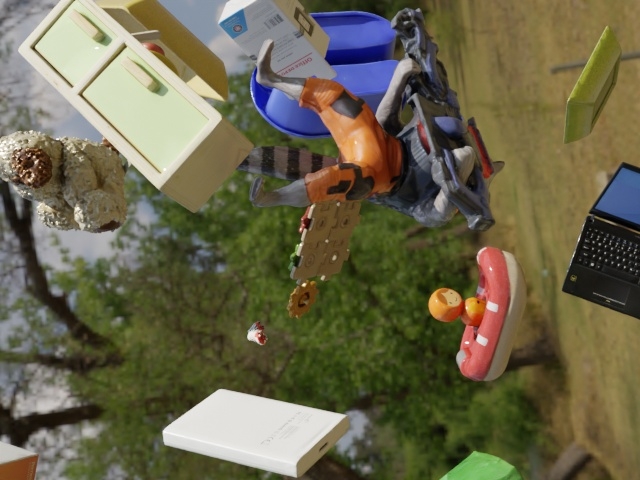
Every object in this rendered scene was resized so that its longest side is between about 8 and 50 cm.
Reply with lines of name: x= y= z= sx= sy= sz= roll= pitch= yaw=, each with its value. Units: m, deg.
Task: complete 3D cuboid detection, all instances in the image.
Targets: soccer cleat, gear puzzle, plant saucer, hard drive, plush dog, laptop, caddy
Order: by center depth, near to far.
plush dog: x=-0.481 y=-0.131 z=1.792 sx=0.225 sy=0.262 sz=0.210 roll=16 pitch=-96 yaw=-37
soccer cleat: x=-0.125 y=0.186 z=1.922 sx=0.029 sy=0.036 sz=0.083 roll=48 pitch=-172 yaw=-22
hard drive: x=-0.126 y=0.373 z=1.948 sx=0.203 sy=0.308 sz=0.040 roll=-31 pitch=-59 yaw=-55
laptop: x=0.644 y=0.015 z=1.964 sx=0.136 sy=0.234 sz=0.264 roll=104 pitch=-174 yaw=-85
plant saucer: x=0.547 y=-0.300 z=1.969 sx=0.188 sy=0.045 sz=0.188 roll=-60 pitch=-19 yaw=-13
gear puzzle: x=0.000 y=0.000 z=1.973 sx=0.175 sy=0.044 sz=0.339 roll=-6 pitch=-62 yaw=-52
caddy: x=0.025 y=-0.339 z=2.089 sx=0.179 sy=0.341 sz=0.241 roll=109 pitch=152 yaw=-61
plant saucer: x=-0.381 y=-0.483 z=2.397 sx=0.333 sy=0.081 sz=0.333 roll=41 pitch=171 yaw=-30

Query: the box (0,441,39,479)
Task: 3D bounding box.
box: x=-0.492 y=0.362 z=1.385 sx=0.170 sy=0.091 sz=0.130 roll=3 pitch=-82 yaw=-69

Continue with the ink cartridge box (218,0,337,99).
ink cartridge box: x=-0.060 y=-0.318 z=1.562 sx=0.180 sy=0.104 sz=0.060 roll=45 pitch=-142 yaw=-31

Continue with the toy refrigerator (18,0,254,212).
toy refrigerator: x=-0.208 y=-0.159 z=1.090 sx=0.269 sy=0.102 sz=0.094 roll=43 pitch=-179 yaw=25

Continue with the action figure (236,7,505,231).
action figure: x=0.067 y=-0.130 z=1.191 sx=0.178 sy=0.330 sz=0.341 roll=-52 pitch=33 yaw=44

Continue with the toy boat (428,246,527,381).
toy boat: x=0.263 y=0.121 z=1.719 sx=0.151 sy=0.151 sz=0.231 roll=-92 pitch=17 yaw=-81

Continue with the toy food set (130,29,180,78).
toy food set: x=-0.304 y=-0.274 z=1.690 sx=0.071 sy=0.128 sz=0.218 roll=-111 pitch=6 yaw=-51

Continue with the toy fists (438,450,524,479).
toy fists: x=0.214 y=0.347 z=1.157 sx=0.279 sy=0.142 sz=0.096 roll=11 pitch=129 yaw=60
